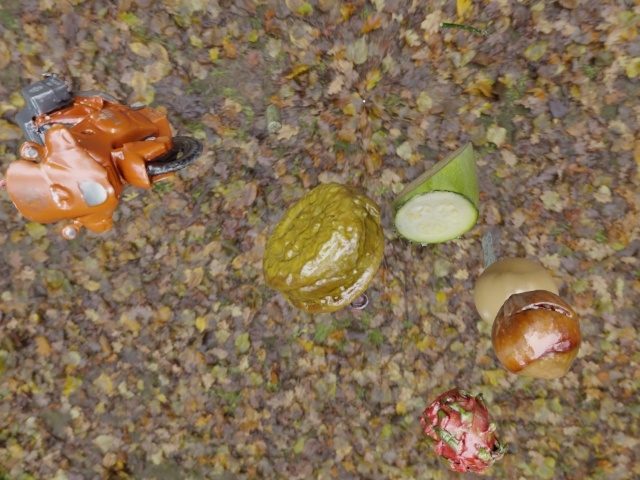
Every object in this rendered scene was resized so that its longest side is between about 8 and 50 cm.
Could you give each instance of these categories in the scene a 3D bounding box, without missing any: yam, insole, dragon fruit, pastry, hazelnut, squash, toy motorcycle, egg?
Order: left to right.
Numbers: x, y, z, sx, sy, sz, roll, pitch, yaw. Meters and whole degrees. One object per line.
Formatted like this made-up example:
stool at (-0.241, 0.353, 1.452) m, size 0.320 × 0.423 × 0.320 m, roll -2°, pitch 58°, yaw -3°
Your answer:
toy motorcycle at (-0.316, -0.121, 0.732) m, size 0.221 × 0.326 × 0.147 m, roll -32°, pitch 132°, yaw -29°
yam at (-0.126, -0.328, 1.476) m, size 0.043 × 0.094 × 0.043 m, roll -7°, pitch 141°, yaw -6°
pastry at (0.000, 0.000, 0.963) m, size 0.240 × 0.235 × 0.132 m, roll -26°, pitch 136°, yaw 31°
squash at (0.237, -0.137, 1.177) m, size 0.190 × 0.260 × 0.189 m, roll 2°, pitch 143°, yaw 1°
dragon fruit at (0.315, 0.414, 1.193) m, size 0.167 × 0.160 × 0.172 m, roll -38°, pitch 59°, yaw -1°
insole at (0.526, 0.057, 1.713) m, size 0.006 × 0.193 × 0.065 m, roll 14°, pitch 146°, yaw -15°
egg at (0.495, 0.139, 1.388) m, size 0.201 × 0.244 × 0.200 m, roll -1°, pitch 77°, yaw 6°
hazelnut at (0.445, 0.191, 1.123) m, size 0.182 × 0.182 × 0.182 m, roll 1°, pitch 104°, yaw 4°

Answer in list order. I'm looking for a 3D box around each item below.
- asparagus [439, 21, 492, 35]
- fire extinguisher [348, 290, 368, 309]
asparagus at (0.364, -0.528, 1.371) m, size 0.163 × 0.016 × 0.016 m, roll -2°, pitch 68°, yaw -27°
fire extinguisher at (0.102, 0.136, 1.855) m, size 0.099 × 0.231 × 0.071 m, roll 17°, pitch 117°, yaw -14°
